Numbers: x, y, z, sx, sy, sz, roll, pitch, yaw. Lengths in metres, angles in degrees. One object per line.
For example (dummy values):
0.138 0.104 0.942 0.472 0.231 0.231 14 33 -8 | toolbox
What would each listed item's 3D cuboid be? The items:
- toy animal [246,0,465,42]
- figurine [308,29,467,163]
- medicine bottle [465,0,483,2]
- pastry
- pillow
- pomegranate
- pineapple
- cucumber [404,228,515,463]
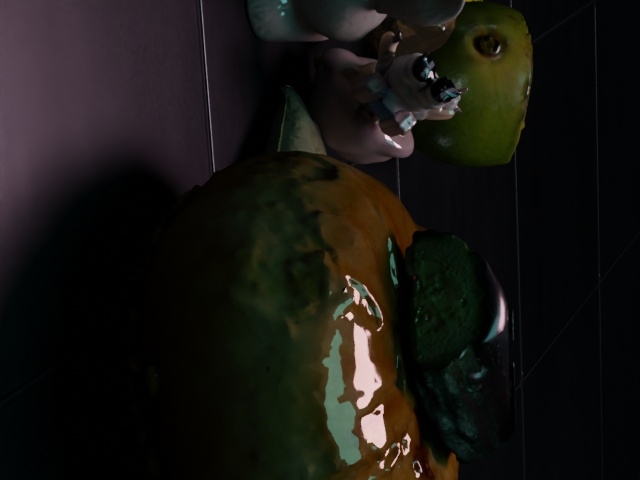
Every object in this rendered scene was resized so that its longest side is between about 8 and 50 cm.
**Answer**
0.050 -0.248 1.749 0.131 0.220 0.104 19 71 -66 | toy animal
0.057 -0.140 1.824 0.137 0.229 0.112 43 66 -18 | figurine
0.184 -0.233 2.272 0.111 0.076 0.309 -62 151 -20 | medicine bottle
-0.024 0.125 1.556 0.409 0.245 0.409 -9 90 -70 | pastry
0.000 0.000 1.835 0.302 0.075 0.185 66 23 -46 | pillow
0.148 -0.191 2.103 0.241 0.159 0.190 -97 -167 -68 | pomegranate
0.061 -0.280 1.882 0.198 0.108 0.108 61 18 13 | pineapple
0.124 0.095 1.513 0.115 0.085 0.193 -82 163 -47 | cucumber
